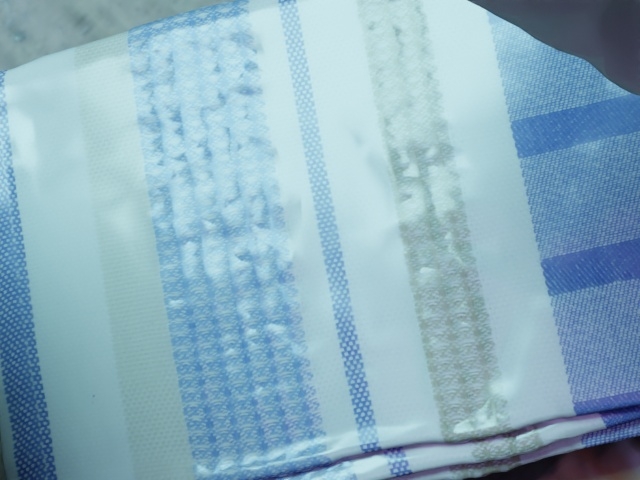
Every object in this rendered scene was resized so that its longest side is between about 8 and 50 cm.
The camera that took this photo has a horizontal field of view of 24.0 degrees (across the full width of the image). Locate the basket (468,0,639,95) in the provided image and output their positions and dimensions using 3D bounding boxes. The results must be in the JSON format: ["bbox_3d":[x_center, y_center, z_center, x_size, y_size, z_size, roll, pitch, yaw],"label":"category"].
[{"bbox_3d":[0.228,-0.127,0.341,0.331,0.328,0.266,24,89,-22],"label":"basket"}]

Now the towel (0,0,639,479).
[{"bbox_3d":[0.000,0.000,0.585,0.285,0.034,0.209,-14,76,9],"label":"towel"}]
